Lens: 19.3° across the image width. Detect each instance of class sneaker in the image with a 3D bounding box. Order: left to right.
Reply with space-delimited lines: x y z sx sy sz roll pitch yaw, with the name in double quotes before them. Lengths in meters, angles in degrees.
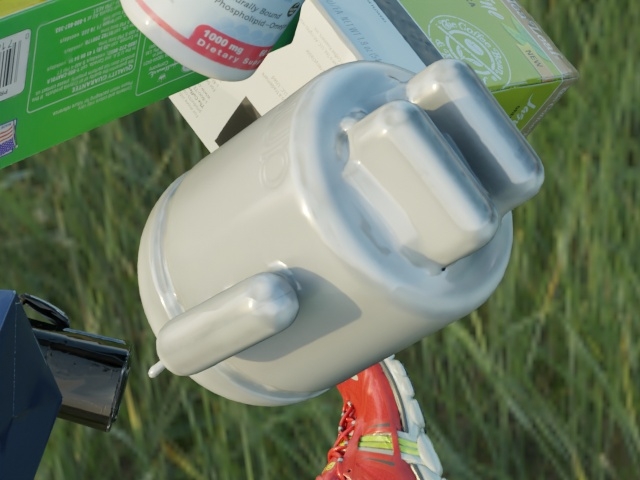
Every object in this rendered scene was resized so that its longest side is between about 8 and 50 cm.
"sneaker" 0.046 0.205 1.845 0.118 0.107 0.279 -17 62 -12

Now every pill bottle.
"pill bottle" -0.031 -0.169 0.995 0.087 0.160 0.087 30 24 -15

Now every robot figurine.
"robot figurine" 0.000 0.000 1.391 0.199 0.353 0.300 55 43 -2

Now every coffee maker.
"coffee maker" -0.312 0.157 2.168 0.178 0.120 0.171 14 30 -2

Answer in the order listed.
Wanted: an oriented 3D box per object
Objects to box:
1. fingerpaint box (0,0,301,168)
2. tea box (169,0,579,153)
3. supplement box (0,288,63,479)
"fingerpaint box" -0.286 -0.246 1.548 0.371 0.163 0.445 37 43 25
"tea box" 0.026 -0.201 1.946 0.323 0.220 0.329 -15 61 -50
"supplement box" -0.134 0.060 0.562 0.083 0.056 0.083 3 49 15
